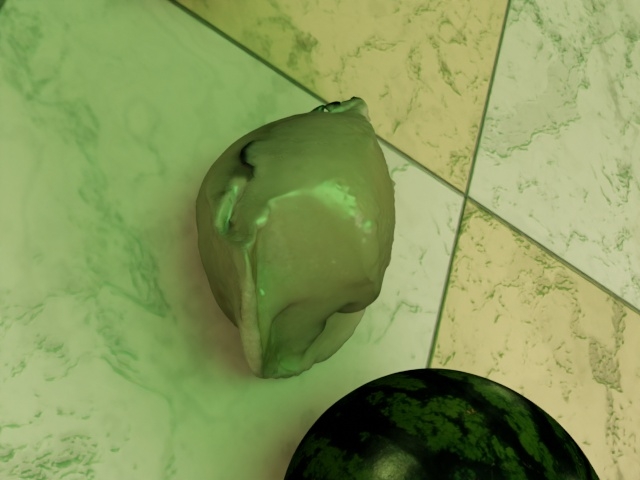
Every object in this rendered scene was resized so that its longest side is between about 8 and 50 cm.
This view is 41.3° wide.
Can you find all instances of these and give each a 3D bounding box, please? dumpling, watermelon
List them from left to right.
[{"bbox_3d":[0.003,0.002,0.731,0.243,0.175,0.227,-28,121,-24],"label":"dumpling"},{"bbox_3d":[0.094,0.227,0.653,0.268,0.269,0.269,12,68,-31],"label":"watermelon"}]
